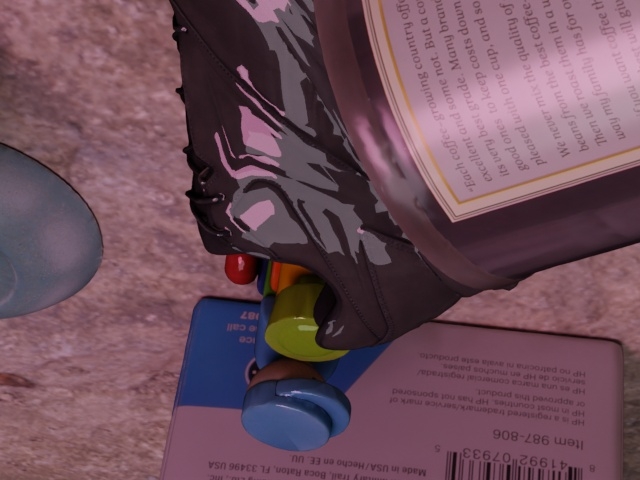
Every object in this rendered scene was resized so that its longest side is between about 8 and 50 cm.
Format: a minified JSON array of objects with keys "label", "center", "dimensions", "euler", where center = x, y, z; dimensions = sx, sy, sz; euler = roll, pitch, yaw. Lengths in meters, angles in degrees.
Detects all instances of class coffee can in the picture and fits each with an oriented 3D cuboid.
[{"label":"coffee can","center":[0.164,-0.110,0.679],"dimensions":[0.275,0.201,0.201],"euler":[-17,136,30]}]

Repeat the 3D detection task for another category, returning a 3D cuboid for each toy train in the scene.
[{"label":"toy train","center":[0.000,0.000,0.905],"dimensions":[0.105,0.143,0.248],"euler":[9,143,-2]}]

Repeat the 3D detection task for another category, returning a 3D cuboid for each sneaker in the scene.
[{"label":"sneaker","center":[-0.025,-0.062,0.784],"dimensions":[0.130,0.109,0.286],"euler":[-33,104,12]}]

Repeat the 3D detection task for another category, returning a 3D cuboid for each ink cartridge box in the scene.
[{"label":"ink cartridge box","center":[0.033,0.252,1.022],"dimensions":[0.285,0.395,0.166],"euler":[6,143,3]}]

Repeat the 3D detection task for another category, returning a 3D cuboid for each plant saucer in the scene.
[{"label":"plant saucer","center":[-0.237,0.003,1.045],"dimensions":[0.195,0.037,0.195],"euler":[5,142,4]}]
